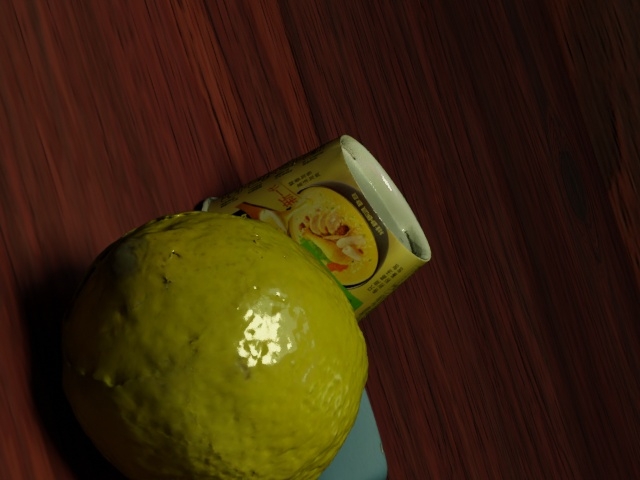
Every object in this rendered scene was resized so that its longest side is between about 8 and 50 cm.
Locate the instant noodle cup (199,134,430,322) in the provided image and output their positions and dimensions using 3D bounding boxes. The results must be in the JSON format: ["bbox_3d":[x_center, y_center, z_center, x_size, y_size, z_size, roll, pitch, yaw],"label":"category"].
[{"bbox_3d":[0.000,0.000,1.303,0.151,0.122,0.151,47,18,-21],"label":"instant noodle cup"}]

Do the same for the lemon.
[{"bbox_3d":[-0.064,0.073,1.057,0.193,0.180,0.180,80,-2,-72],"label":"lemon"}]

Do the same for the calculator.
[{"bbox_3d":[-0.002,0.143,1.335,0.210,0.039,0.121,-5,78,-70],"label":"calculator"}]
